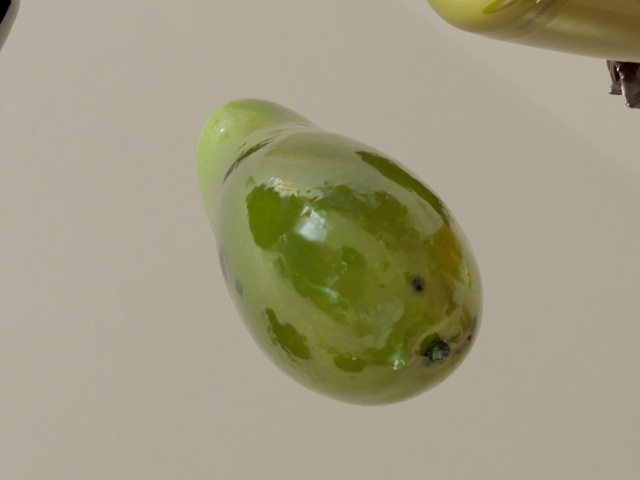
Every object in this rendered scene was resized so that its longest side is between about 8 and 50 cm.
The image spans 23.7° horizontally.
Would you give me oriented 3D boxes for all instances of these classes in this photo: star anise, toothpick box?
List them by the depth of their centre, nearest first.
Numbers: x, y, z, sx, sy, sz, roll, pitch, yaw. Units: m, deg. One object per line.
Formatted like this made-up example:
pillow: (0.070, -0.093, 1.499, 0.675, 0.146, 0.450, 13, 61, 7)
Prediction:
toothpick box: (0.219, -0.222, 1.154, 0.271, 0.175, 0.175, 7, -108, -35)
star anise: (0.286, -0.208, 1.345, 0.070, 0.190, 0.097, 1, -142, 0)

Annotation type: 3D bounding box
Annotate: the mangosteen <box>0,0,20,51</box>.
mangosteen: (-0.315, -0.188, 0.893, 0.233, 0.287, 0.287, -18, -99, -43)

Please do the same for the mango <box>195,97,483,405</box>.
mango: (0.000, 0.000, 0.972, 0.143, 0.293, 0.175, -39, -56, -2)
